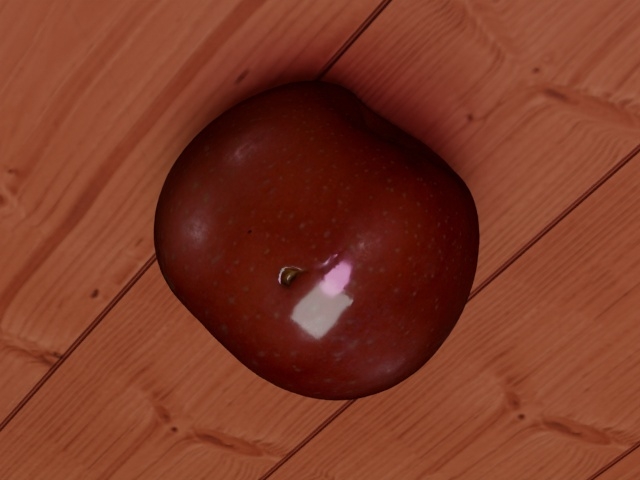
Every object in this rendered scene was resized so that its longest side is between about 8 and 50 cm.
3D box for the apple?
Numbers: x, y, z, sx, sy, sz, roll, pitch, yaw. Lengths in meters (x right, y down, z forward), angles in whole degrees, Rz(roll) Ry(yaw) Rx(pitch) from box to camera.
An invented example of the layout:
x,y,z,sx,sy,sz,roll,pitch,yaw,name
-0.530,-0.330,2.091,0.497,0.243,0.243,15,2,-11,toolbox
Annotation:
x,y,z,sx,sy,sz,roll,pitch,yaw,name
0.000,0.000,1.122,0.260,0.260,0.216,35,100,-20,apple
